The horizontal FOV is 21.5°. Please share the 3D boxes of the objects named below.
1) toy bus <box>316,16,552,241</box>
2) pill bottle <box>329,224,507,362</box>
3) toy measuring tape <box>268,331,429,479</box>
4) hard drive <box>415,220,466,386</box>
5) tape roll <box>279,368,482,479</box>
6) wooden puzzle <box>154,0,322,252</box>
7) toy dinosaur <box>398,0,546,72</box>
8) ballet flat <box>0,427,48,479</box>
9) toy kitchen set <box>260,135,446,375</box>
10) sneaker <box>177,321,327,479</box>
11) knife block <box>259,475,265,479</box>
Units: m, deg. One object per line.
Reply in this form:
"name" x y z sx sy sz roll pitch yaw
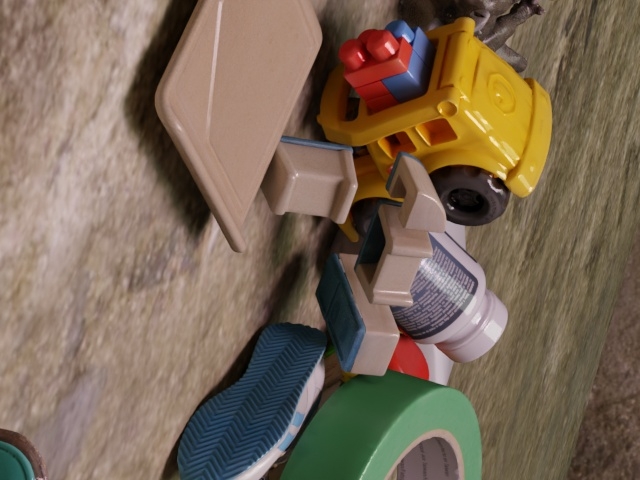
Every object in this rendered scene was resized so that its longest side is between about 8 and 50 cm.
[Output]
"toy bus" 0.072 -0.115 1.564 0.211 0.220 0.149 43 45 -35
"pill bottle" 0.105 0.043 1.716 0.180 0.108 0.108 42 56 -27
"toy measuring tape" 0.039 0.178 1.700 0.330 0.121 0.121 -60 158 -58
"hard drive" 0.127 -0.007 1.869 0.203 0.040 0.307 -63 152 -59
"tape roll" 0.050 0.285 1.606 0.321 0.077 0.321 -37 134 -51
"wooden puzzle" -0.066 -0.140 1.332 0.221 0.044 0.238 67 37 -61
"toy dinosaur" 0.159 -0.240 1.808 0.160 0.121 0.313 -38 169 -1
"ballet flat" -0.250 0.263 1.031 0.106 0.107 0.316 82 33 -79
"toy kitchen set" 0.000 0.000 1.522 0.122 0.166 0.207 -110 -147 -51
"sneaker" -0.054 0.170 1.516 0.228 0.087 0.092 -49 148 -50
"knife block" -0.042 0.362 1.684 0.275 0.088 0.242 83 29 -44
